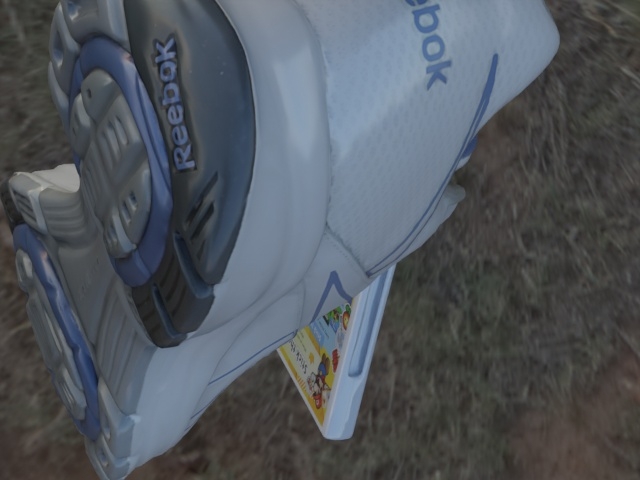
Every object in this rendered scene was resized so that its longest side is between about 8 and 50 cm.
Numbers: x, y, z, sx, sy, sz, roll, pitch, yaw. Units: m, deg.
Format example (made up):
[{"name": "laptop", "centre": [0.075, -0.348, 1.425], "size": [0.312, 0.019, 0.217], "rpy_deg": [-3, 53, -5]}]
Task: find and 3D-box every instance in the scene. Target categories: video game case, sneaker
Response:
[{"name": "video game case", "centre": [0.000, 0.000, 1.222], "size": [0.026, 0.227, 0.206], "rpy_deg": [2, 117, -22]}, {"name": "sneaker", "centre": [-0.021, -0.003, 0.507], "size": [0.129, 0.297, 0.111], "rpy_deg": [-18, 82, -22]}]
